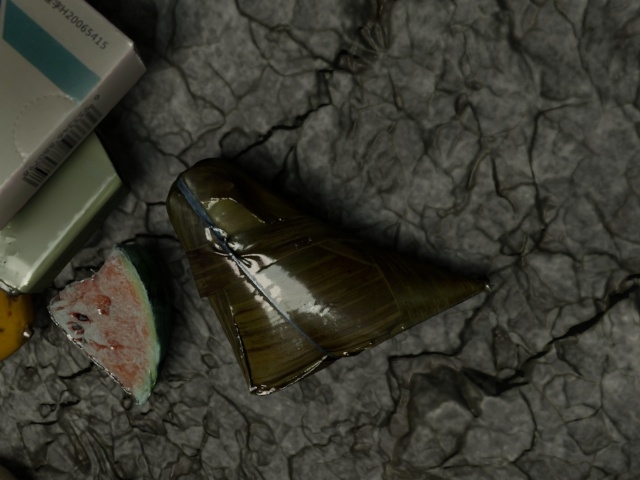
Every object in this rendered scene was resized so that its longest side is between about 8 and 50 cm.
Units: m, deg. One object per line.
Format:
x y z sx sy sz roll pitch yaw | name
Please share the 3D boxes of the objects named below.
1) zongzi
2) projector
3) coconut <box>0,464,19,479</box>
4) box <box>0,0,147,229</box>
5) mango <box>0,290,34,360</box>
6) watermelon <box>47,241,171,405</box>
0.000 0.000 0.759 0.242 0.112 0.221 -24 101 13 | zongzi
-0.308 -0.100 0.788 0.269 0.088 0.193 41 90 1 | projector
-0.454 0.398 0.939 0.297 0.254 0.297 6 112 14 | coconut
-0.338 -0.189 0.715 0.343 0.065 0.200 41 85 5 | box
-0.385 0.028 0.864 0.147 0.109 0.227 -33 97 26 | mango
-0.206 0.068 0.860 0.139 0.071 0.187 13 121 17 | watermelon
